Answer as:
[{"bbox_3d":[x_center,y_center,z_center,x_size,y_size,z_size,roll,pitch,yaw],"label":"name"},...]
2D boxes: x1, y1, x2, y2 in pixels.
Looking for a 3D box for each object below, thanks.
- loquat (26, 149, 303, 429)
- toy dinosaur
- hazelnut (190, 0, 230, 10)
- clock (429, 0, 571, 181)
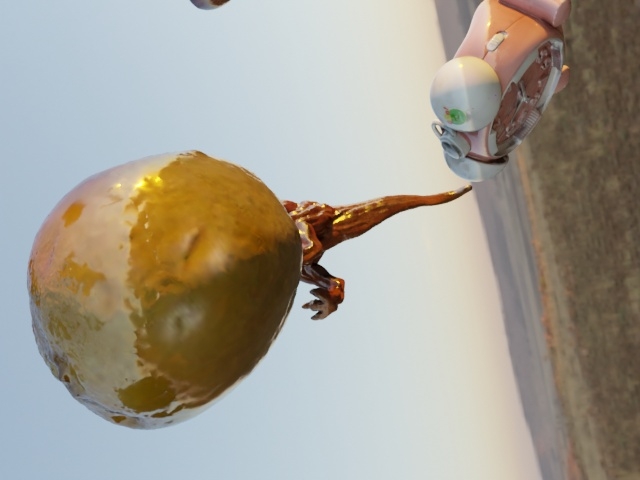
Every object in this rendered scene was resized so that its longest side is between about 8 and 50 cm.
[{"bbox_3d":[-0.157,0.052,0.874,0.276,0.284,0.276,36,140,38],"label":"loquat"},{"bbox_3d":[0.000,0.000,1.117,0.208,0.432,0.097,-93,9,-50],"label":"toy dinosaur"},{"bbox_3d":[-0.158,-0.369,1.195,0.086,0.086,0.086,-11,-90,-78],"label":"hazelnut"},{"bbox_3d":[0.163,-0.149,0.814,0.162,0.093,0.166,-54,-25,-12],"label":"clock"}]
